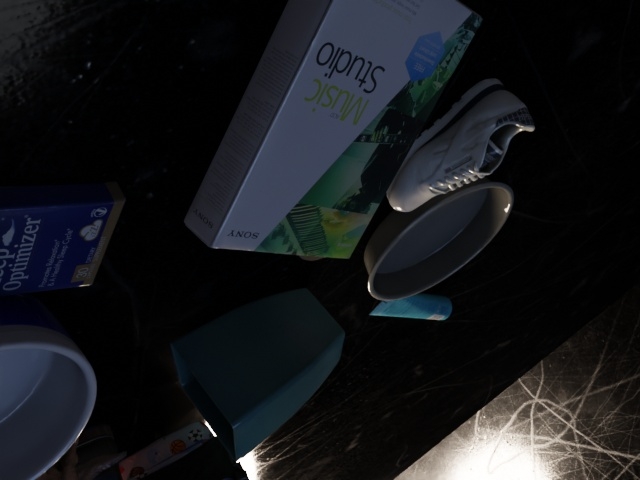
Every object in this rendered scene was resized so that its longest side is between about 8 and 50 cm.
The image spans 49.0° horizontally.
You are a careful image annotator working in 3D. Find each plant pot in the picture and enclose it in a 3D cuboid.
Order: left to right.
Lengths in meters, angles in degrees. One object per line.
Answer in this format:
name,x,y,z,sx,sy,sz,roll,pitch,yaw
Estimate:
plant pot,-0.085,0.194,1.110,0.234,0.165,0.165,-31,153,-24

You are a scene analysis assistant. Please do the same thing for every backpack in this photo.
backpack,-0.253,0.492,1.339,0.277,0.213,0.263,-24,139,-6

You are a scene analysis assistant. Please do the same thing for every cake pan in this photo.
cake pan,0.193,-0.009,1.195,0.293,0.054,0.293,-26,151,-16

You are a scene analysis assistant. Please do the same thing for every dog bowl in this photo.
dog bowl,-0.388,0.180,0.759,0.265,0.104,0.264,-32,145,-26

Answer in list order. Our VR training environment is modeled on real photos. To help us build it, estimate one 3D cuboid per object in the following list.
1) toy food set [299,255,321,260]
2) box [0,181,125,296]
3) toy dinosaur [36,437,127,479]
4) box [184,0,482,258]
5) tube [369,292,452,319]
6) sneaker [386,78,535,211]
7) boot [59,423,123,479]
toy food set,0.000,0.000,1.037,0.083,0.020,0.083,-38,153,8
box,-0.318,0.004,0.688,0.225,0.036,0.136,-5,141,-41
toy dinosaur,-0.390,0.353,0.957,0.127,0.200,0.296,-24,157,18
box,0.020,-0.129,0.737,0.232,0.058,0.322,6,119,-51
tube,0.190,0.132,1.426,0.207,0.052,0.080,10,124,-47
sneaker,0.188,-0.113,0.983,0.090,0.094,0.235,3,136,-51
boot,-0.418,0.389,1.109,0.219,0.106,0.082,-29,152,-11
